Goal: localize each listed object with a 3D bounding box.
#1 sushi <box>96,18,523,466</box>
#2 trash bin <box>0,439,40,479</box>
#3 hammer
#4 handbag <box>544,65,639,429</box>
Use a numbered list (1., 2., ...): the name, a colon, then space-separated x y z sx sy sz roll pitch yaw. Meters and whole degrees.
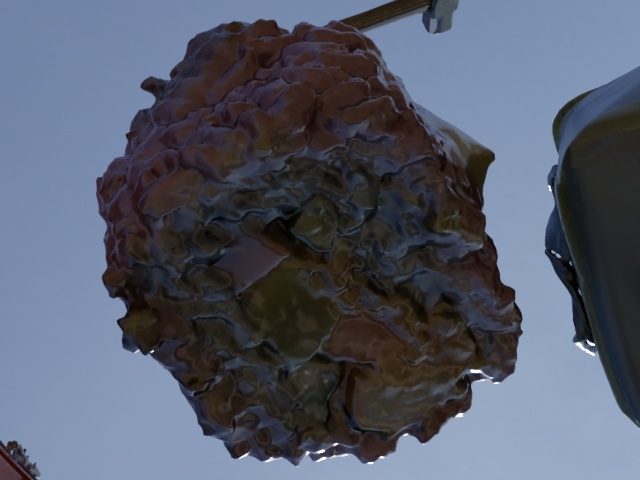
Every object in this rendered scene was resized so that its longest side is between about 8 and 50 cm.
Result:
1. sushi: 0.000 0.000 0.858 0.270 0.236 0.171 54 -175 -31
2. trash bin: -0.401 0.222 1.351 0.161 0.239 0.184 -56 -29 -22
3. hammer: 0.022 -0.280 1.885 0.365 0.111 0.043 -22 -121 -14
4. handbag: 0.285 -0.005 1.020 0.241 0.222 0.263 -54 -55 -72
